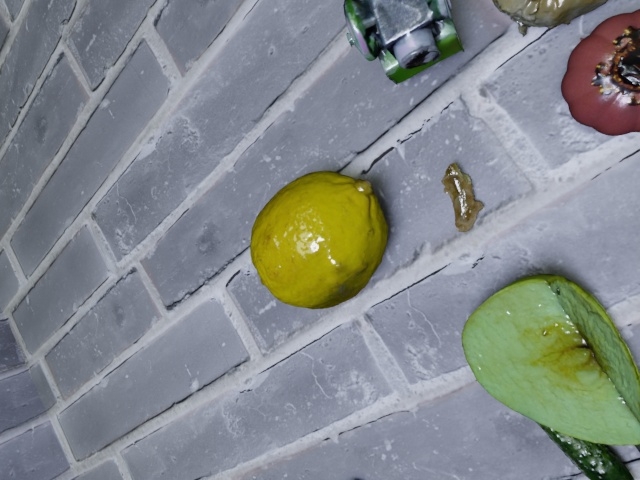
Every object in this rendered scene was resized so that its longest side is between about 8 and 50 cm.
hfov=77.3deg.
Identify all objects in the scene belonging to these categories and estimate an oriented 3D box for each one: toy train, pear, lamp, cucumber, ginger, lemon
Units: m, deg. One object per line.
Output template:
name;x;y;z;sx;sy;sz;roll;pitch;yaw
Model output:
toy train;0.127;-0.429;0.691;0.174;0.249;0.307;-21;87;27
pear;0.386;0.200;0.710;0.239;0.139;0.288;-36;83;43
lamp;0.464;-0.249;0.595;0.182;0.140;0.181;3;98;24
cucumber;0.459;0.360;0.725;0.227;0.069;0.069;46;115;19
ginger;0.275;-0.084;0.779;0.058;0.044;0.137;-17;95;0
lemon;0.000;0.000;0.821;0.322;0.268;0.268;-34;80;28

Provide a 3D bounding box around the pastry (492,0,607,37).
pastry;0.378;-0.469;0.625;0.236;0.121;0.257;46;113;12

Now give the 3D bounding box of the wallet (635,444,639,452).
wallet;0.614;0.335;0.649;0.169;0.052;0.245;-39;76;24
